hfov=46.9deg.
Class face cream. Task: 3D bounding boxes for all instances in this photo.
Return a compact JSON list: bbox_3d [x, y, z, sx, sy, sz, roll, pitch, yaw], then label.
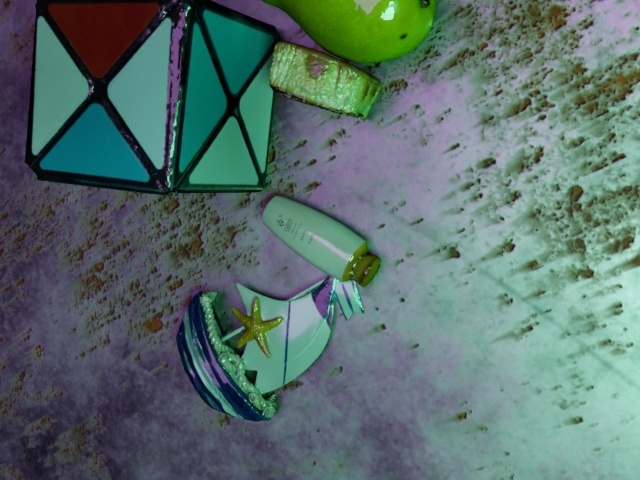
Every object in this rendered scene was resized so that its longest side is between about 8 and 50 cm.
[{"bbox_3d":[0.000,0.000,1.035,0.182,0.051,0.072,32,106,20],"label":"face cream"}]

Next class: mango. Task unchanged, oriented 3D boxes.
[{"bbox_3d":[0.022,-0.335,0.952,0.293,0.143,0.175,33,113,29],"label":"mango"}]

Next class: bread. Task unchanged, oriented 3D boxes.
[{"bbox_3d":[0.006,-0.208,0.974,0.140,0.128,0.069,22,101,15],"label":"bread"}]

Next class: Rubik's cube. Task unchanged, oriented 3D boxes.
[{"bbox_3d":[-0.220,-0.192,1.011,0.249,0.246,0.249,8,98,24],"label":"Rubik's cube"}]

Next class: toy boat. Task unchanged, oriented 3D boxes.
[{"bbox_3d":[-0.066,0.136,1.089,0.291,0.067,0.221,-29,83,12],"label":"toy boat"}]
